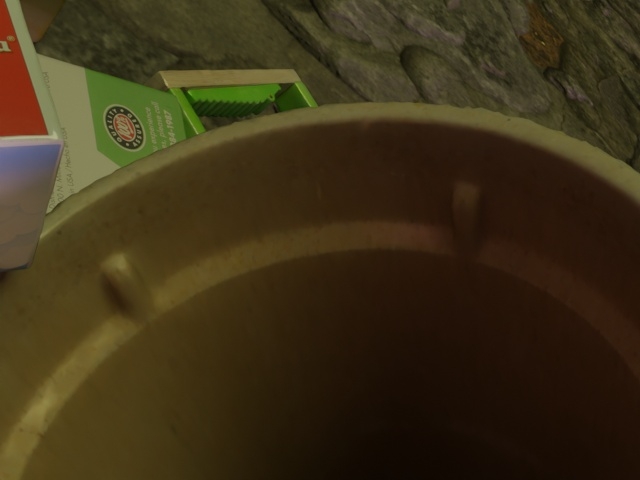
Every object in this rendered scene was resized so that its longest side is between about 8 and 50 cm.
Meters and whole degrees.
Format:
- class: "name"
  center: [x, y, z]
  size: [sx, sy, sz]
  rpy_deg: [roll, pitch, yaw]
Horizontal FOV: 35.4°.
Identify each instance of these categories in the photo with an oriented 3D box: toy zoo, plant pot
- class: "toy zoo"
  center: [0.000, 0.000, 0.749]
  size: [0.293, 0.030, 0.192]
  rpy_deg: [59, 29, 8]
- class: "plant pot"
  center: [0.018, 0.160, 0.454]
  size: [0.306, 0.333, 0.334]
  rpy_deg: [72, 15, -44]

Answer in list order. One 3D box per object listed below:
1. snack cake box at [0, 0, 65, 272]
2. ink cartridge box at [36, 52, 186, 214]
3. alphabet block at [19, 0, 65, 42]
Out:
- class: "snack cake box"
  center: [-0.245, -0.059, 0.360]
  size: [0.264, 0.089, 0.152]
  rpy_deg: [-7, 58, -31]
- class: "ink cartridge box"
  center: [-0.237, -0.011, 0.521]
  size: [0.353, 0.119, 0.207]
  rpy_deg: [13, 50, -38]
- class: "alphabet block"
  center: [-0.266, -0.310, 0.778]
  size: [0.197, 0.192, 0.194]
  rpy_deg: [21, 46, -30]
